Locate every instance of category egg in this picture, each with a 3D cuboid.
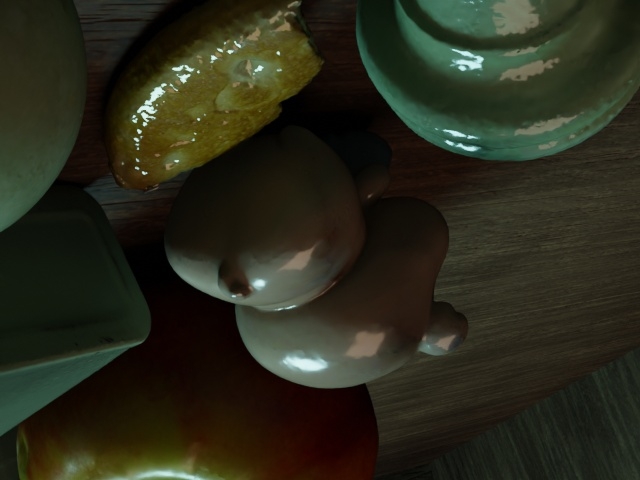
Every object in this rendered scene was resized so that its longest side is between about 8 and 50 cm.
[{"bbox_3d":[-0.214,-0.088,0.656,0.186,0.187,0.253,-16,163,-11],"label":"egg"}]

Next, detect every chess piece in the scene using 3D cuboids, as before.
[{"bbox_3d":[0.094,-0.188,0.724,0.194,0.195,0.299,-21,154,5],"label":"chess piece"}]

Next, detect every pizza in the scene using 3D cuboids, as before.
[{"bbox_3d":[-0.081,-0.113,0.940,0.134,0.056,0.271,-7,157,-28],"label":"pizza"}]

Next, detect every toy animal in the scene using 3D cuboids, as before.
[{"bbox_3d":[-0.008,0.015,1.104,0.210,0.230,0.221,-5,177,36],"label":"toy animal"}]

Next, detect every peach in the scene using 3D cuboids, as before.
[{"bbox_3d":[-0.127,0.210,1.366,0.388,0.388,0.388,-18,162,-6],"label":"peach"}]

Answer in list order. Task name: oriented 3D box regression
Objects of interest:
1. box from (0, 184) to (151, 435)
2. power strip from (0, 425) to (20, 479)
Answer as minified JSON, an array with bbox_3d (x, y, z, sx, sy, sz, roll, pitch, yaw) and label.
[{"bbox_3d":[-0.369,0.105,1.028,0.343,0.177,0.352,-31,168,27],"label":"box"},{"bbox_3d":[-0.513,0.296,1.642,0.229,0.141,0.261,-21,177,6],"label":"power strip"}]
